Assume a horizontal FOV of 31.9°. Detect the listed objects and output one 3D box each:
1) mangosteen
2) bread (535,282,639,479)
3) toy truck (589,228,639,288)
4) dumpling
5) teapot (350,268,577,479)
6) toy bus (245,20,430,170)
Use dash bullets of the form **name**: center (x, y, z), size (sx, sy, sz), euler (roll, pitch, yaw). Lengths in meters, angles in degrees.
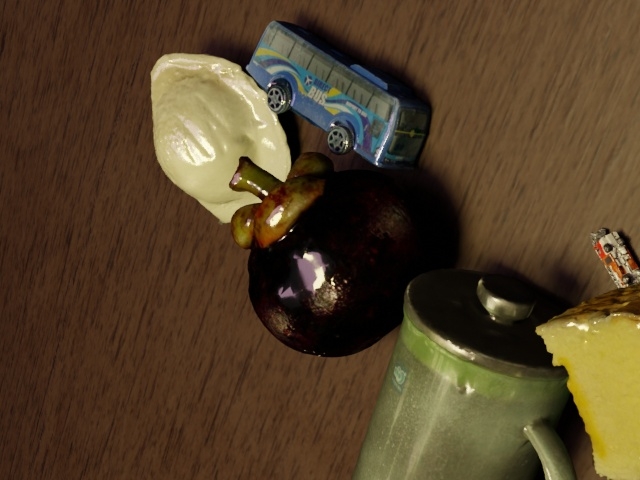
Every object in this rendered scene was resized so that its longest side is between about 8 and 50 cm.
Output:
- **mangosteen**: center (0.000, 0.000, 1.185), size (0.250, 0.211, 0.211), euler (47, 128, 4)
- **bread**: center (0.284, 0.117, 0.944), size (0.140, 0.169, 0.160), euler (-15, 92, 45)
- **toy truck**: center (0.282, 0.024, 1.054), size (0.083, 0.024, 0.032), euler (62, 161, 15)
- **dumpling**: center (-0.118, -0.131, 1.363), size (0.166, 0.126, 0.216), euler (-19, 79, 28)
- **teapot**: center (0.146, 0.205, 1.072), size (0.270, 0.200, 0.337), euler (44, 126, 48)
- **toy bus**: center (0.017, -0.164, 1.250), size (0.236, 0.079, 0.094), euler (37, 118, 35)
